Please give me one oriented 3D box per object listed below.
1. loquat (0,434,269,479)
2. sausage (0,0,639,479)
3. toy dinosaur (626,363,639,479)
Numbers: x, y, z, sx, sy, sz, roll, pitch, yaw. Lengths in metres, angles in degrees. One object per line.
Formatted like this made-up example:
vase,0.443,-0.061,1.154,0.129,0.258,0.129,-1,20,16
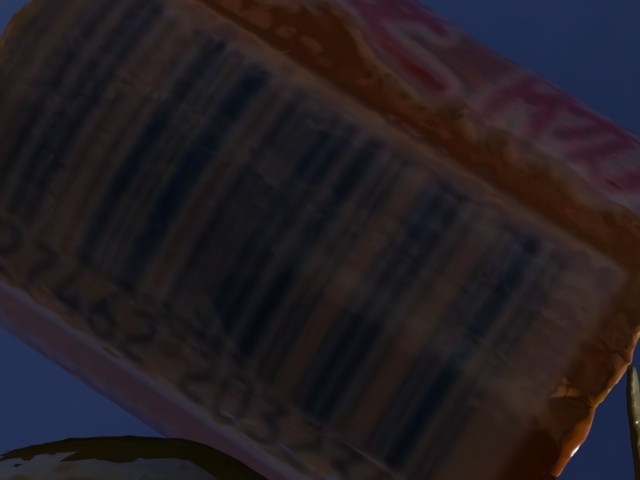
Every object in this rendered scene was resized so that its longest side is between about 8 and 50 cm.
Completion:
loquat,-0.079,0.195,0.409,0.284,0.276,0.276,-43,-140,-1
sausage,0.000,0.000,0.705,0.287,0.233,0.233,31,-88,9
toy dinosaur,0.125,0.143,0.562,0.039,0.162,0.126,-6,-134,36
